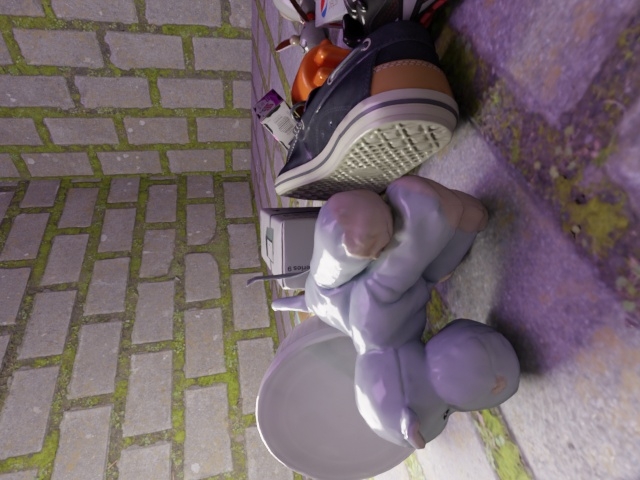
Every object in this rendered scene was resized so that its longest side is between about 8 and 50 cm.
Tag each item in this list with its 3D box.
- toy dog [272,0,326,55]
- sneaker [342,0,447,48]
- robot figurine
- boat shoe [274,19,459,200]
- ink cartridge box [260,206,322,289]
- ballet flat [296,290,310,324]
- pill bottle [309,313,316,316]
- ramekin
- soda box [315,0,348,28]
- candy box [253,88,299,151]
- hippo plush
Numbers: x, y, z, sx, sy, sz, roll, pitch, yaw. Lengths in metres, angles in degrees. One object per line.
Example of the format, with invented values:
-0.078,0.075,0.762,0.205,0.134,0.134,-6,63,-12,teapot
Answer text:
-0.087,-0.623,1.069,0.333,0.161,0.220,-111,22,-50,toy dog
0.100,-0.320,0.476,0.276,0.135,0.097,134,132,-70,sneaker
0.005,-0.326,0.860,0.158,0.128,0.219,55,167,-6,robot figurine
0.042,-0.167,0.676,0.500,0.187,0.156,156,115,-70,boat shoe
0.000,0.000,0.813,0.289,0.211,0.121,-151,60,-72,ink cartridge box
0.026,0.249,1.023,0.124,0.116,0.342,-54,39,38,ballet flat
0.056,0.177,0.823,0.208,0.119,0.119,-136,43,-70,pill bottle
0.037,0.238,0.657,0.127,0.273,0.273,-96,6,-73,ramekin
0.050,-0.447,0.754,0.216,0.074,0.069,-126,34,-65,soda box
-0.046,-0.229,0.935,0.233,0.071,0.159,43,-170,-30,candy box
0.081,0.090,0.433,0.234,0.294,0.236,66,-177,-63,hippo plush
